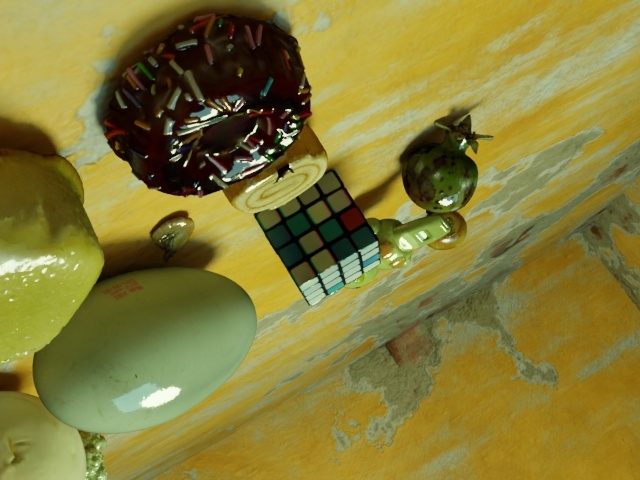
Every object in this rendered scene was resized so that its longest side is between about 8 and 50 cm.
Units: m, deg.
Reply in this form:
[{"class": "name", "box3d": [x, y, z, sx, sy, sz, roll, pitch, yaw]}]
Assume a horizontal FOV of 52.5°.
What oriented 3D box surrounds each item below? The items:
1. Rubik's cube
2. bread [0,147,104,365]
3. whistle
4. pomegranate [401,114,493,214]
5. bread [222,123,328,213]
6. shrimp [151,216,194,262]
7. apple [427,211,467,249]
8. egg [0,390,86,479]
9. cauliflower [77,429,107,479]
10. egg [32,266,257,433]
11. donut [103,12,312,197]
[{"class": "Rubik's cube", "box3d": [0.000, 0.000, 1.104, 0.155, 0.151, 0.154, -30, 161, -2]}, {"class": "bread", "box3d": [-0.343, 0.020, 0.614, 0.270, 0.148, 0.270, -29, 158, -13]}, {"class": "whistle", "box3d": [0.108, 0.024, 1.258, 0.141, 0.141, 0.294, -14, -177, -43]}, {"class": "pomegranate", "box3d": [0.226, -0.126, 1.165, 0.148, 0.148, 0.169, -16, 150, -39]}, {"class": "bread", "box3d": [-0.061, -0.092, 0.885, 0.149, 0.073, 0.122, -30, 164, -3]}, {"class": "shrimp", "box3d": [-0.222, -0.003, 0.947, 0.059, 0.023, 0.108, -2, 147, -40]}, {"class": "apple", "box3d": [0.309, -0.023, 1.621, 0.114, 0.099, 0.102, -33, 165, -6]}, {"class": "egg", "box3d": [-0.545, 0.399, 1.067, 0.283, 0.283, 0.345, -12, 159, -46]}, {"class": "cauliflower", "box3d": [-0.575, 0.540, 1.402, 0.256, 0.315, 0.239, -29, -156, -36]}, {"class": "egg", "box3d": [-0.248, 0.153, 0.981, 0.371, 0.230, 0.230, -19, 159, -51]}, {"class": "donut", "box3d": [-0.111, -0.128, 0.690, 0.235, 0.089, 0.235, -27, 163, -9]}]
